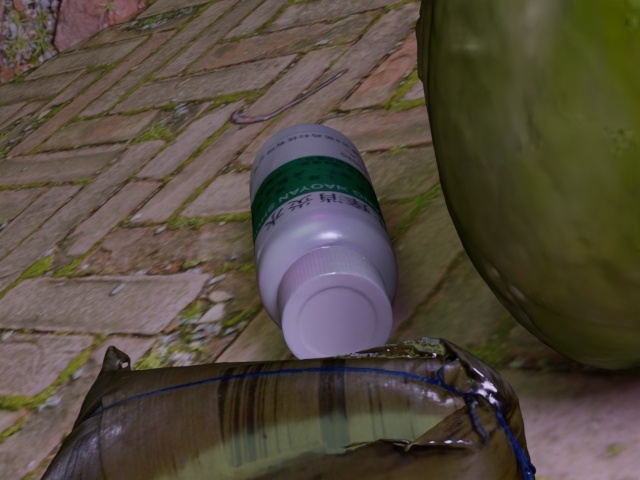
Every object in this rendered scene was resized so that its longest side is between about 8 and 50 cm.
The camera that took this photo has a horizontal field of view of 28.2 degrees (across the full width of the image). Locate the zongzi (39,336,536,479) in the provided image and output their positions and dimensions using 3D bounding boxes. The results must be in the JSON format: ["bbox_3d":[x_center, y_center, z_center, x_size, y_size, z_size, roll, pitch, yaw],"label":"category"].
[{"bbox_3d":[-0.024,0.096,0.675,0.260,0.123,0.289,-21,20,9],"label":"zongzi"}]

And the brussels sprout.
[{"bbox_3d":[0.169,-0.084,0.610,0.247,0.328,0.328,0,25,-1],"label":"brussels sprout"}]

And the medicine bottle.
[{"bbox_3d":[0.000,0.000,0.875,0.095,0.095,0.260,-27,24,7],"label":"medicine bottle"}]
